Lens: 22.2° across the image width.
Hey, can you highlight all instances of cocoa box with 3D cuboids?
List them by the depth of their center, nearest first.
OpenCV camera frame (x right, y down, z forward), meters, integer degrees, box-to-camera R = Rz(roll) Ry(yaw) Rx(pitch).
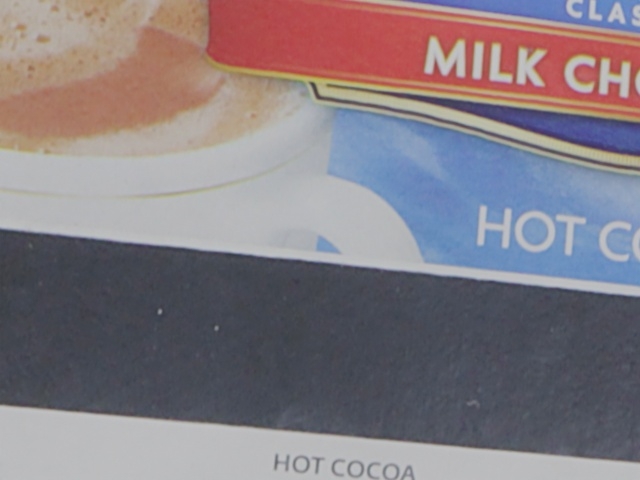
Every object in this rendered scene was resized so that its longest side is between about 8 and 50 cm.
[{"bbox_3d":[0.000,0.000,0.463,0.347,0.231,0.228,6,84,-9],"label":"cocoa box"}]
